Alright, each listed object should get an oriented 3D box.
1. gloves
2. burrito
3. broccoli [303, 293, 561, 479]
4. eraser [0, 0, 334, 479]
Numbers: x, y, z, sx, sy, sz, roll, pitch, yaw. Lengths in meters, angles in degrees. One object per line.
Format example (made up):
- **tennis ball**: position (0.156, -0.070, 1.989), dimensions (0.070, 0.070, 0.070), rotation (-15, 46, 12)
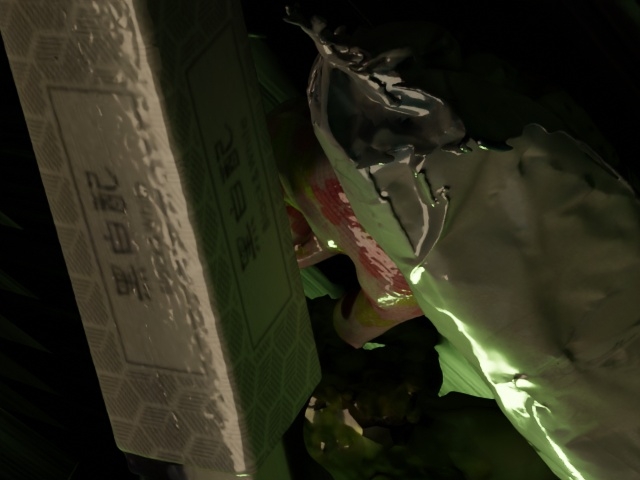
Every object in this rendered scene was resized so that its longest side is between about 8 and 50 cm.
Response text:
- **gloves**: position (0.002, -0.012, 1.146), dimensions (0.145, 0.126, 0.241), rotation (17, 169, -23)
- **burrito**: position (0.117, 0.009, 1.008), dimensions (0.445, 0.139, 0.101), rotation (49, -171, -41)
- **broccoli**: position (0.041, 0.200, 1.418), dimensions (0.324, 0.272, 0.334), rotation (38, -179, 27)
- **eraser**: position (-0.079, 0.004, 1.040), dimensions (0.098, 0.096, 0.404), rotation (8, 128, 26)
